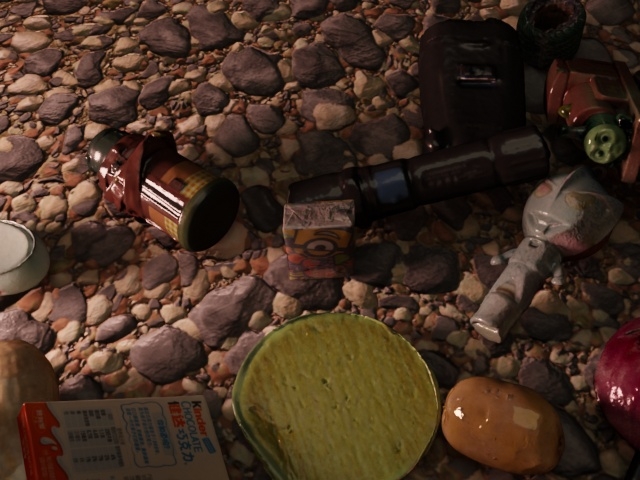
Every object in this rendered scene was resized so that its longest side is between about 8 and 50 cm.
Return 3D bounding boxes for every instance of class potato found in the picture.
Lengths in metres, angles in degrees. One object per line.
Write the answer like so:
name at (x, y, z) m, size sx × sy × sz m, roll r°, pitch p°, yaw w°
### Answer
potato at (0.248, 0.252, 1.272) m, size 0.178 × 0.119 × 0.109 m, roll 17°, pitch 21°, yaw 29°

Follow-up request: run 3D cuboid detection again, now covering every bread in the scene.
bread at (0.024, 0.231, 1.332) m, size 0.301 × 0.045 × 0.301 m, roll 0°, pitch 57°, yaw 0°

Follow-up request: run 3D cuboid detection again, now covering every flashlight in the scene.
flashlight at (0.156, -0.096, 1.470) m, size 0.423 × 0.103 × 0.103 m, roll -15°, pitch 55°, yaw 7°

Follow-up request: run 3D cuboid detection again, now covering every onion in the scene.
onion at (0.518, 0.192, 1.273) m, size 0.250 × 0.111 × 0.247 m, roll -38°, pitch 69°, yaw -22°

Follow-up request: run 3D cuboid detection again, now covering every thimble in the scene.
thimble at (0.425, -0.393, 1.725) m, size 0.135 × 0.090 × 0.118 m, roll -39°, pitch 60°, yaw -20°

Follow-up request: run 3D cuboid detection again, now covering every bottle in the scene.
bottle at (-0.267, -0.103, 1.517) m, size 0.271 × 0.143 × 0.156 m, roll 32°, pitch 62°, yaw 23°

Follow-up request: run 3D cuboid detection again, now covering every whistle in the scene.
whistle at (0.351, 0.010, 1.436) m, size 0.142 × 0.134 × 0.346 m, roll 32°, pitch 72°, yaw 18°

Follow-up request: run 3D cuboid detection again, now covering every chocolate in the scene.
chocolate at (-0.413, 0.273, 1.271) m, size 0.134 × 0.134 × 0.309 m, roll -19°, pitch 55°, yaw -11°

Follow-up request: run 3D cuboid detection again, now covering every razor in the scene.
razor at (0.263, -0.243, 1.613) m, size 0.189 × 0.107 × 0.327 m, roll 2°, pitch 58°, yaw 3°

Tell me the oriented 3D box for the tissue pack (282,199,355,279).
tissue pack at (0.000, 0.000, 1.430) m, size 0.108 × 0.148 × 0.060 m, roll -3°, pitch 56°, yaw 1°

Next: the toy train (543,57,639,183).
toy train at (0.488, -0.199, 1.511) m, size 0.221 × 0.150 × 0.304 m, roll 8°, pitch 30°, yaw 2°

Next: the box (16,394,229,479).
box at (-0.239, 0.330, 1.197) m, size 0.264 × 0.048 × 0.273 m, roll 4°, pitch 48°, yaw -33°

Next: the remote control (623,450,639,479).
remote control at (0.463, 0.305, 1.276) m, size 0.063 × 0.025 × 0.245 m, roll 27°, pitch 60°, yaw 13°

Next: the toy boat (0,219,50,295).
toy boat at (-0.524, 0.034, 1.484) m, size 0.207 × 0.079 × 0.134 m, roll 6°, pitch 47°, yaw 20°
